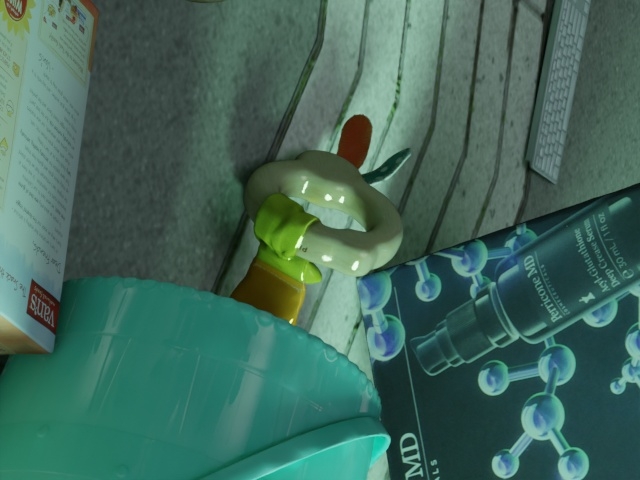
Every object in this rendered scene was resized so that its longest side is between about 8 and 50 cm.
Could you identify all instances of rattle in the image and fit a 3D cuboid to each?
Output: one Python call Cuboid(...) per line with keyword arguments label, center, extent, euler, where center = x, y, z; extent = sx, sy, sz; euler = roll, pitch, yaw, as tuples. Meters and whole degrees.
Cuboid(label="rattle", center=(0.000, 0.000, 1.544), extent=(0.200, 0.130, 0.143), euler=(-76, 170, -65))

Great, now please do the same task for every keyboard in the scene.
Cuboid(label="keyboard", center=(0.240, -0.186, 1.930), extent=(0.072, 0.014, 0.256), euler=(23, 77, -56))

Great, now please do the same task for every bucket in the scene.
Cuboid(label="bucket", center=(-0.096, 0.157, 1.245), extent=(0.281, 0.281, 0.183), euler=(48, 52, -49))

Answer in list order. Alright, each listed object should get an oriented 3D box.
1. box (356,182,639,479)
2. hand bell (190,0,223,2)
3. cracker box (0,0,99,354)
Cuboid(label="box", center=(0.264, 0.126, 1.604), extent=(0.212, 0.395, 0.294), euler=(17, 58, -56))
Cuboid(label="hand bell", center=(-0.120, -0.207, 1.219), extent=(0.242, 0.126, 0.126), euler=(-20, 113, -68))
Cuboid(label="cracker box", center=(-0.199, -0.065, 1.155), extent=(0.156, 0.067, 0.232), euler=(54, 37, -64))
